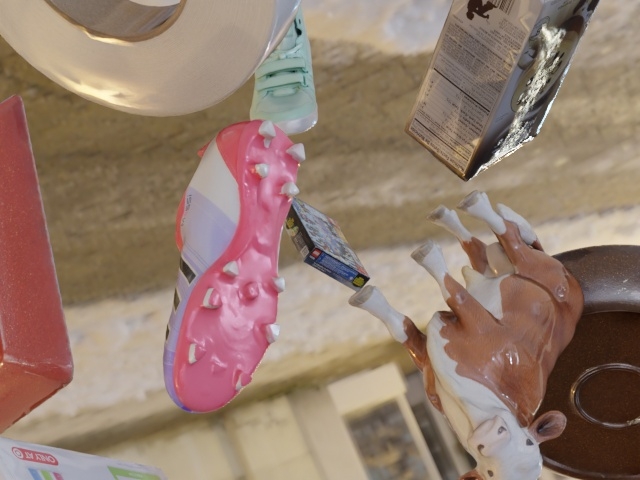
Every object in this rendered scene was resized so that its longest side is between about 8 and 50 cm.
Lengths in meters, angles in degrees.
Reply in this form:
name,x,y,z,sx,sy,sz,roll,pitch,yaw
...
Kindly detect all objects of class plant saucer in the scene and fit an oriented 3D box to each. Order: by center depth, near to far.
name,x,y,z,sx,sy,sz,roll,pitch,yaw
plant saucer,-0.313,0.042,1.104,0.047,0.259,0.258,0,156,-39
plant saucer,0.293,0.141,1.256,0.310,0.310,0.050,-30,-153,29

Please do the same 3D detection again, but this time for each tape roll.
name,x,y,z,sx,sy,sz,roll,pitch,yaw
tape roll,-0.201,-0.300,1.225,0.392,0.392,0.072,-36,-166,44

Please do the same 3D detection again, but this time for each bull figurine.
name,x,y,z,sx,sy,sz,roll,pitch,yaw
bull figurine,0.135,0.076,1.046,0.101,0.188,0.310,-35,-175,30

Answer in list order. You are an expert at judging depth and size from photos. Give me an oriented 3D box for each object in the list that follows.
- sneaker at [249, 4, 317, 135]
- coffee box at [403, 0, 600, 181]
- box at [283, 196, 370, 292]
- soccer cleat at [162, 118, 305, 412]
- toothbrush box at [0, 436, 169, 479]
name,x,y,z,sx,sy,sz,roll,pitch,yaw
sneaker,-0.061,-0.247,1.725,0.094,0.151,0.256,-9,-148,3
coffee box,0.235,-0.239,1.597,0.168,0.119,0.297,-33,155,-37
box,0.000,0.000,1.558,0.094,0.137,0.027,31,107,-34
soccer cleat,-0.077,0.018,0.955,0.095,0.248,0.083,-16,142,42
toothbrush box,-0.237,0.288,0.906,0.283,0.122,0.206,-45,149,11
